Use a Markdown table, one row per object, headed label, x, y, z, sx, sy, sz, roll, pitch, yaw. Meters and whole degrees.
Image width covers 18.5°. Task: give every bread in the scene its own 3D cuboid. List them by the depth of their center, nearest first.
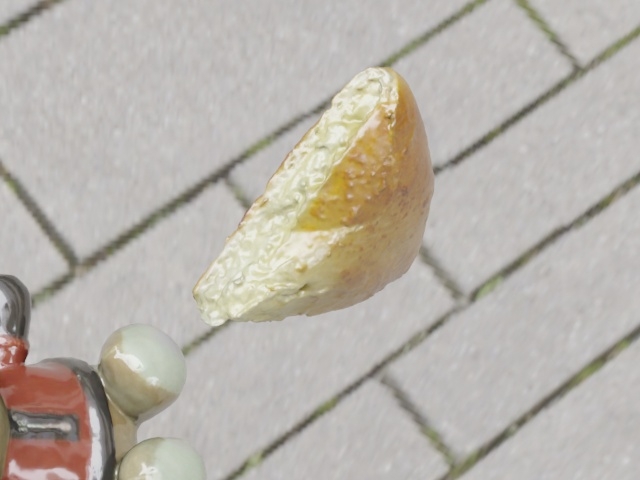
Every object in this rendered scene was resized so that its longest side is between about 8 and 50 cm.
| label | x | y | z | sx | sy | sz | roll | pitch | yaw |
| --- | --- | --- | --- | --- | --- | --- | --- | --- | --- |
| bread | 0.017 | -0.005 | 1.003 | 0.154 | 0.136 | 0.054 | -49 | 63 | 8 |

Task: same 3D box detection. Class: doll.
| label | x | y | z | sx | sy | sz | roll | pitch | yaw |
| --- | --- | --- | --- | --- | --- | --- | --- | --- | --- |
| doll | -0.254 | 0.141 | 1.418 | 0.330 | 0.174 | 0.235 | 6 | 66 | -32 |
